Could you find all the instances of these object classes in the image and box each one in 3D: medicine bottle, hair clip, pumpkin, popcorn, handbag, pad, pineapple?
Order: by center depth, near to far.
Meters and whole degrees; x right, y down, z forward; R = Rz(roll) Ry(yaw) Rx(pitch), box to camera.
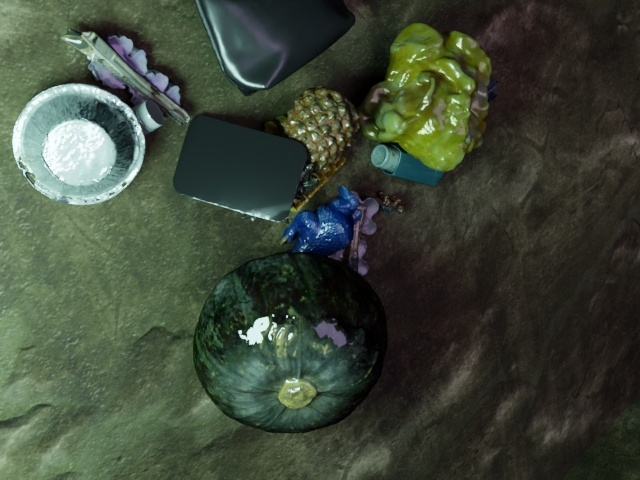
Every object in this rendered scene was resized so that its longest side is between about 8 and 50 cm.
[{"bbox_3d":[-0.365,-0.321,1.272,0.292,0.085,0.106,39,74,-45],"label":"hair clip"},{"bbox_3d":[-0.361,-0.232,1.279,0.091,0.058,0.058,-24,128,18],"label":"medicine bottle"},{"bbox_3d":[-0.117,-0.499,1.384,0.342,0.152,0.288,-43,114,-26],"label":"handbag"},{"bbox_3d":[-0.174,-0.155,1.392,0.004,0.267,0.181,2,105,-85],"label":"pad"},{"bbox_3d":[-0.051,-0.170,1.445,0.169,0.169,0.340,40,78,-39],"label":"pineapple"},{"bbox_3d":[-0.064,0.229,1.482,0.455,0.344,0.454,-5,127,-7],"label":"pumpkin"},{"bbox_3d":[0.279,-0.367,1.666,0.334,0.292,0.293,-61,143,-17],"label":"popcorn"},{"bbox_3d":[0.082,-0.003,1.730,0.146,0.075,0.256,7,91,-23],"label":"hair clip"},{"bbox_3d":[0.254,-0.225,1.800,0.258,0.079,0.124,6,102,-40],"label":"medicine bottle"}]

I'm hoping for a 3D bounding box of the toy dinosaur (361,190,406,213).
[{"bbox_3d":[0.177,-0.104,1.792,0.154,0.049,0.055,10,111,-29],"label":"toy dinosaur"}]

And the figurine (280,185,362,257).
[{"bbox_3d":[0.001,-0.008,1.599,0.262,0.121,0.164,-50,137,-1],"label":"figurine"}]

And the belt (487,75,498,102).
[{"bbox_3d":[0.407,-0.403,1.841,0.218,0.128,0.122,-44,125,-23],"label":"belt"}]

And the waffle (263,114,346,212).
[{"bbox_3d":[-0.053,-0.220,1.562,0.229,0.057,0.219,-49,127,-17],"label":"waffle"}]

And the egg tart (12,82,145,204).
[{"bbox_3d":[-0.442,-0.172,1.199,0.234,0.094,0.234,-7,113,-16],"label":"egg tart"}]
